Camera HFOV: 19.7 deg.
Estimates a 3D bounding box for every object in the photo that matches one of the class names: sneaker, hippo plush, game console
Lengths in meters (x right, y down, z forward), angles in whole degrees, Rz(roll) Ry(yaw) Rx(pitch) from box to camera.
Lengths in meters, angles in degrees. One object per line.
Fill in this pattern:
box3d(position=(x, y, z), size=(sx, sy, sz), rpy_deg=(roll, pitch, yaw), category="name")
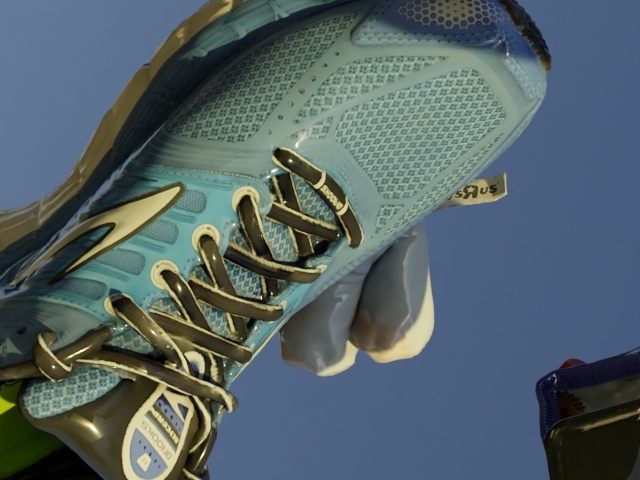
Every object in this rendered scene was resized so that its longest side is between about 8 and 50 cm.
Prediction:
box3d(position=(-0.051, 0.026, 0.679), size=(0.330, 0.130, 0.147), rpy_deg=(-36, -142, 11), category="sneaker")
box3d(position=(0.000, 0.000, 1.613), size=(0.294, 0.236, 0.234), rpy_deg=(-23, -99, 21), category="hippo plush")
box3d(position=(0.159, 0.109, 0.854), size=(0.107, 0.122, 0.071), rpy_deg=(112, -37, -77), category="game console")

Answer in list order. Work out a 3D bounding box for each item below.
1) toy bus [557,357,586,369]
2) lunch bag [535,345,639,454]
box3d(position=(0.290, 0.165, 1.545), size=(0.191, 0.202, 0.104), rpy_deg=(-18, -160, 31), category="toy bus")
box3d(position=(0.320, 0.267, 1.101), size=(0.239, 0.328, 0.385), rpy_deg=(-27, -133, 22), category="lunch bag")
